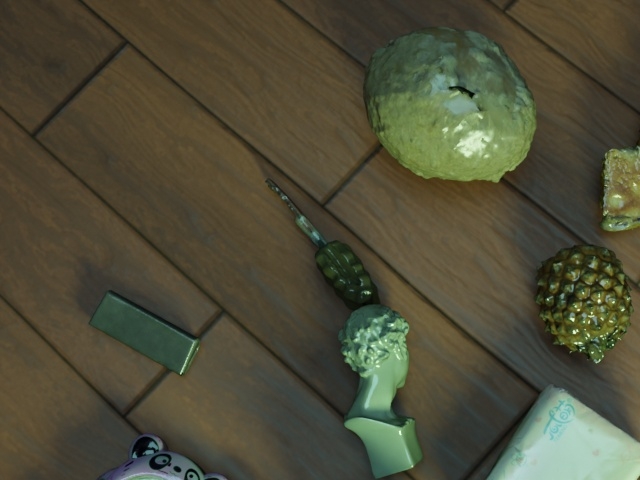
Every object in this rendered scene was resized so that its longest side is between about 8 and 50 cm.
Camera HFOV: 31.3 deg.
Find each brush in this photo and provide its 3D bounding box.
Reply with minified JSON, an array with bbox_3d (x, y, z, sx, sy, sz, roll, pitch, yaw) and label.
[{"bbox_3d":[0.000,0.000,1.974,0.071,0.084,0.301,-37,69,-5],"label":"brush"}]

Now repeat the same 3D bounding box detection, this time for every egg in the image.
[{"bbox_3d":[0.213,-0.228,1.928,0.310,0.279,0.279,42,81,13],"label":"egg"}]

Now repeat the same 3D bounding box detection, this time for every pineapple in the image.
[{"bbox_3d":[0.431,0.109,1.862,0.166,0.166,0.193,-8,61,2],"label":"pineapple"}]

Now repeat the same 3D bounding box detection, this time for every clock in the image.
[{"bbox_3d":[-0.276,0.458,1.856,0.228,0.090,0.247,28,76,11],"label":"clock"}]

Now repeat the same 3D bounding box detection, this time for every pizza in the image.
[{"bbox_3d":[0.573,-0.140,1.962,0.161,0.085,0.305,44,83,-8],"label":"pizza"}]

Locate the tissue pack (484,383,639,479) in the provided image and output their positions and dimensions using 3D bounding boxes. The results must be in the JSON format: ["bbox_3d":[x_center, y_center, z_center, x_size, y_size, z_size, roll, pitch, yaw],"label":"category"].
[{"bbox_3d":[0.369,0.392,1.806,0.201,0.124,0.271,35,79,10],"label":"tissue pack"}]

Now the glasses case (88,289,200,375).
[{"bbox_3d":[-0.302,0.159,1.967,0.191,0.042,0.072,27,85,11],"label":"glasses case"}]

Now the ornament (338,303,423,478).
[{"bbox_3d":[0.093,0.244,1.867,0.121,0.130,0.285,-7,73,16],"label":"ornament"}]
